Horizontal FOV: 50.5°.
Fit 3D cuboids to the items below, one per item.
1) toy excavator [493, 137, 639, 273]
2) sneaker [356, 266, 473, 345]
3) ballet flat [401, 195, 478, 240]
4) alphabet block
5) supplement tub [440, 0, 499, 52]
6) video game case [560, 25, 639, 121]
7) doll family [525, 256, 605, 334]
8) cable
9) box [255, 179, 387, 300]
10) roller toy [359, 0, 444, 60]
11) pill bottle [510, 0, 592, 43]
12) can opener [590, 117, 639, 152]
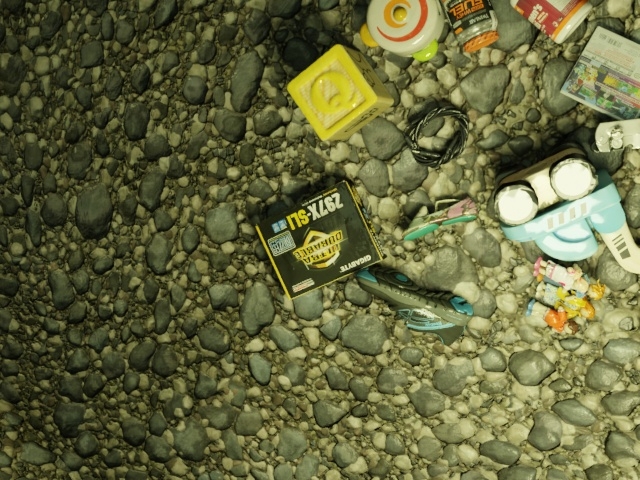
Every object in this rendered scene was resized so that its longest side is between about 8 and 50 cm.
[{"bbox_3d":[0.702,-0.038,1.709,0.433,0.222,0.445,-25,103,21],"label":"toy excavator"},{"bbox_3d":[0.249,0.188,1.909,0.341,0.125,0.139,24,118,7],"label":"sneaker"},{"bbox_3d":[0.325,-0.068,1.893,0.222,0.077,0.079,-20,73,17],"label":"ballet flat"},{"bbox_3d":[0.058,-0.401,1.865,0.193,0.197,0.192,-37,84,21],"label":"alphabet block"},{"bbox_3d":[0.386,-0.595,1.762,0.117,0.117,0.190,-23,90,21],"label":"supplement tub"},{"bbox_3d":[0.743,-0.413,1.711,0.201,0.023,0.183,30,107,12],"label":"video game case"},{"bbox_3d":[0.643,0.129,1.753,0.163,0.118,0.263,26,144,30],"label":"doll family"},{"bbox_3d":[0.328,-0.286,1.866,0.185,0.047,0.150,-25,89,21],"label":"cable"},{"bbox_3d":[0.000,0.000,2.012,0.322,0.079,0.257,-24,88,21],"label":"box"},{"bbox_3d":[0.223,-0.593,1.805,0.209,0.146,0.191,20,104,17],"label":"roller toy"},{"bbox_3d":[0.555,-0.607,1.696,0.221,0.121,0.121,43,109,9],"label":"pill bottle"},{"bbox_3d":[0.818,-0.270,1.679,0.281,0.093,0.074,-6,98,12],"label":"can opener"}]
